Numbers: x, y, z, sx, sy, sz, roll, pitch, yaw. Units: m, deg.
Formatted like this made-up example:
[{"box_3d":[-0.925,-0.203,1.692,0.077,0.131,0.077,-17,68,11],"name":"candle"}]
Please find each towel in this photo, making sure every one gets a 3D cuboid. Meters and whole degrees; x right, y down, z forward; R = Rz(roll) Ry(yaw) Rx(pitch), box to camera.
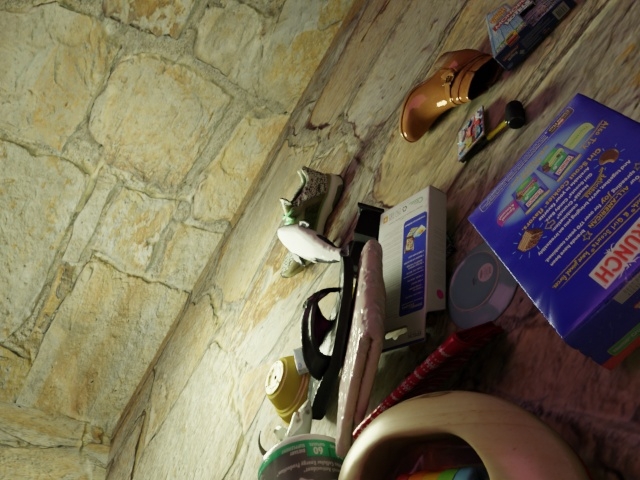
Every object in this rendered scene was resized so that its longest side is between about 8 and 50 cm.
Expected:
[{"box_3d":[0.191,0.245,0.929,0.031,0.198,0.275,51,117,26],"name":"towel"},{"box_3d":[0.083,0.207,1.064,0.332,0.053,0.317,-81,-1,-62],"name":"towel"}]

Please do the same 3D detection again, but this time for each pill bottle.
[{"box_3d":[-0.006,0.561,0.961,0.204,0.204,0.361,-54,25,20],"name":"pill bottle"}]

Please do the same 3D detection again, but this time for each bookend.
[{"box_3d":[0.110,0.008,1.372,0.156,0.072,0.157,74,-147,-70],"name":"bookend"}]

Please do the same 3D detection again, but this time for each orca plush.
[{"box_3d":[0.000,0.000,1.663,0.287,0.102,0.151,2,103,41],"name":"orca plush"}]

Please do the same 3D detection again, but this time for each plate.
[{"box_3d":[0.307,0.083,1.035,0.188,0.024,0.188,-48,27,33],"name":"plate"}]

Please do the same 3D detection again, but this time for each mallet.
[{"box_3d":[0.388,-0.246,1.204,0.189,0.039,0.062,-38,33,53],"name":"mallet"}]

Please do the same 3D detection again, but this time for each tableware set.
[{"box_3d":[0.209,0.221,1.095,0.104,0.024,0.154,-19,50,59],"name":"tableware set"}]

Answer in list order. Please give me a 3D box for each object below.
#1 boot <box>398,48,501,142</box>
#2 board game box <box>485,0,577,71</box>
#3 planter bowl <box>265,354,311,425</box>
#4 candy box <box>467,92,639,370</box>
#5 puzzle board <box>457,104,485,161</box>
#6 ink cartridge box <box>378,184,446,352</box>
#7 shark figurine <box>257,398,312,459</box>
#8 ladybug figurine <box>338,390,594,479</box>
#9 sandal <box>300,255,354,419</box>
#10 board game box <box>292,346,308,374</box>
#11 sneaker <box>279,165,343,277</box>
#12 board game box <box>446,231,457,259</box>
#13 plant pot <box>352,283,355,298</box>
[{"box_3d":[0.336,-0.369,1.377,0.284,0.109,0.220,-53,28,5],"name":"boot"},{"box_3d":[0.479,-0.532,1.263,0.194,0.060,0.194,-45,29,28],"name":"board game box"},{"box_3d":[-0.092,0.392,1.462,0.217,0.090,0.217,-46,28,34],"name":"planter bowl"},{"box_3d":[0.392,-0.029,0.756,0.268,0.122,0.317,-53,24,22],"name":"candy box"},{"box_3d":[0.358,-0.257,1.262,0.096,0.011,0.128,-52,15,43],"name":"puzzle board"},{"box_3d":[0.195,0.071,1.164,0.175,0.069,0.371,-32,39,49],"name":"ink cartridge box"},{"box_3d":[-0.072,0.518,1.264,0.278,0.116,0.166,-53,20,42],"name":"shark figurine"},{"box_3d":[0.201,0.377,0.746,0.449,0.161,0.305,-28,50,48],"name":"ladybug figurine"},{"box_3d":[-0.004,0.239,1.216,0.168,0.106,0.446,-90,11,-63],"name":"sandal"},{"box_3d":[-0.024,0.314,1.421,0.089,0.020,0.090,-16,28,-4],"name":"board game box"},{"box_3d":[-0.079,-0.074,1.809,0.158,0.182,0.411,-4,63,64],"name":"sneaker"},{"box_3d":[0.231,0.047,1.229,0.186,0.026,0.126,-53,25,23],"name":"board game box"},{"box_3d":[0.112,0.154,1.278,0.134,0.095,0.134,-47,27,34],"name":"plant pot"}]
